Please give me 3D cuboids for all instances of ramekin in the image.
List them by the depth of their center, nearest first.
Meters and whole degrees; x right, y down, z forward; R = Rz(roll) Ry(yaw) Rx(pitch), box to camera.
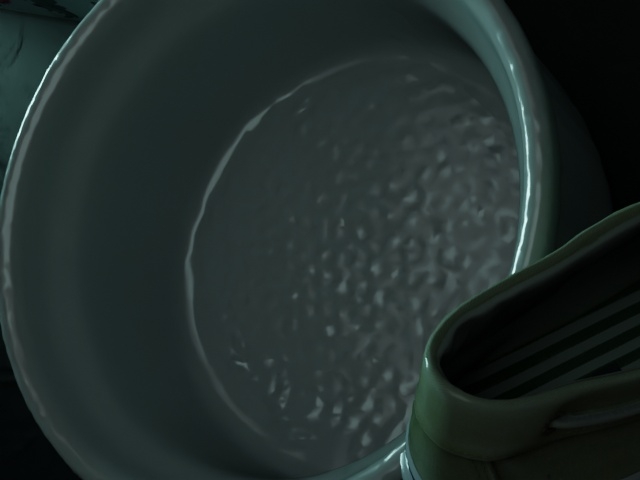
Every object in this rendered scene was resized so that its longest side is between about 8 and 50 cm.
[{"bbox_3d":[0.000,0.000,0.742,0.277,0.135,0.277,-8,73,29],"label":"ramekin"}]

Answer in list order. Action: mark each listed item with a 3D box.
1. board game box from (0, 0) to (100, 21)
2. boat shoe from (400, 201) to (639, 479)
[{"bbox_3d":[-0.157,-0.246,0.905,0.303,0.097,0.224,13,84,39],"label":"board game box"},{"bbox_3d":[0.164,0.018,0.589,0.302,0.094,0.109,-30,56,-18],"label":"boat shoe"}]
